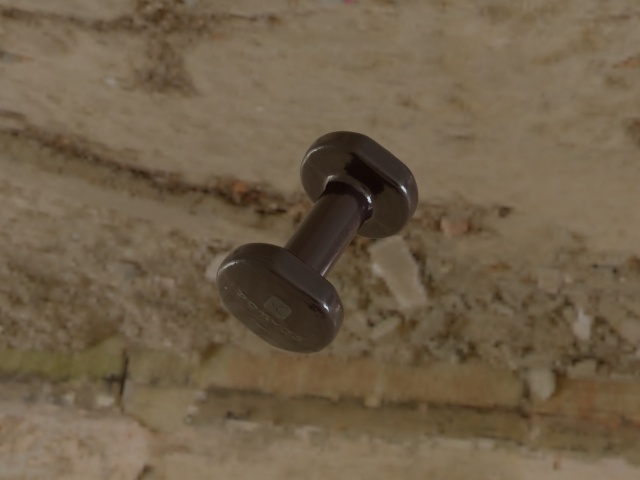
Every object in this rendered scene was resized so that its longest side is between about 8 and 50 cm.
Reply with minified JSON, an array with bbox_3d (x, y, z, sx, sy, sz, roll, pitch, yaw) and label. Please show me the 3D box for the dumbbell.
[{"bbox_3d":[0.000,0.000,1.328,0.140,0.225,0.124,37,145,-4],"label":"dumbbell"}]
